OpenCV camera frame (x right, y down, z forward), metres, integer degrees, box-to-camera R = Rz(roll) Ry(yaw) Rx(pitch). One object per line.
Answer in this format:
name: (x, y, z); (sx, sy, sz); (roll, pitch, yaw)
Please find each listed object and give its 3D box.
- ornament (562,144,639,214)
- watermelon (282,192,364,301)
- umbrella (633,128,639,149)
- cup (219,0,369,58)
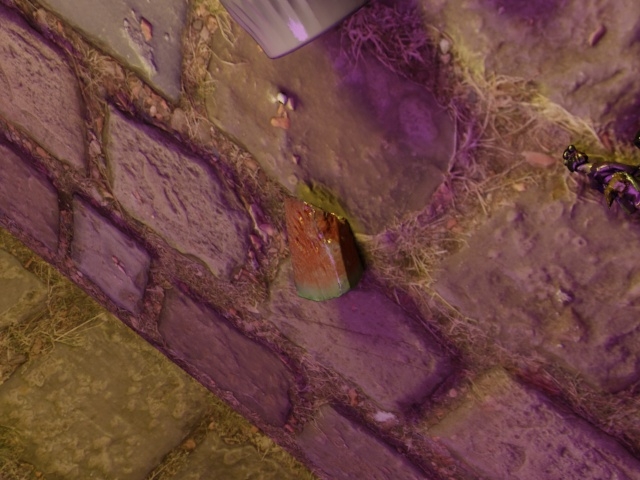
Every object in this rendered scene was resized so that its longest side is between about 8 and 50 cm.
ornament: (0.464, -0.080, 1.049); (0.203, 0.088, 0.081); (40, 176, 23)
watermelon: (0.000, 0.000, 1.507); (0.193, 0.140, 0.257); (-2, 115, 48)
umbrella: (0.530, -0.117, 0.919); (0.272, 0.110, 0.122); (47, 141, -8)
cup: (-0.089, -0.483, 1.009); (0.253, 0.253, 0.371); (-10, 122, 46)
